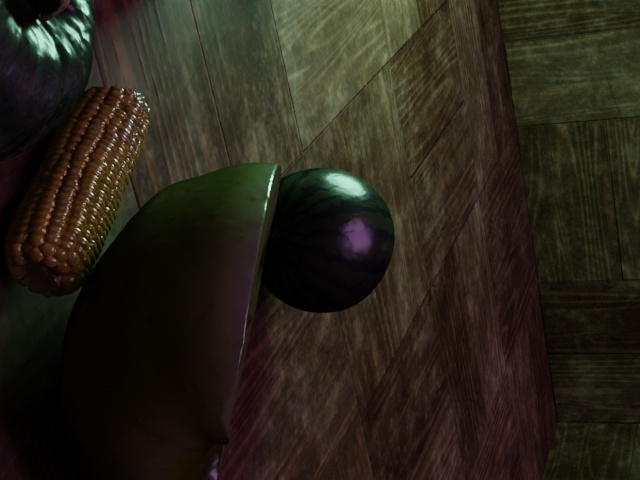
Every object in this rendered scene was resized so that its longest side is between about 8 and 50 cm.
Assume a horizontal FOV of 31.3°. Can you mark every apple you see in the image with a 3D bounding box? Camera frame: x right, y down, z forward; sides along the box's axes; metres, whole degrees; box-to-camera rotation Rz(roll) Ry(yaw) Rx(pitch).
[{"bbox_3d":[-0.117,0.107,1.178,0.311,0.320,0.360,49,27,-29],"label":"apple"}]

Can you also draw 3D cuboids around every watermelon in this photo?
[{"bbox_3d":[0.000,0.000,1.596,0.212,0.212,0.212,-3,90,-68],"label":"watermelon"}]

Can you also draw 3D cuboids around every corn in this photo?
[{"bbox_3d":[-0.243,-0.054,1.156,0.093,0.093,0.244,65,31,-43],"label":"corn"}]

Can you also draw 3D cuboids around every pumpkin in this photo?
[{"bbox_3d":[-0.293,-0.201,0.882,0.300,0.207,0.300,-8,90,-71],"label":"pumpkin"}]
